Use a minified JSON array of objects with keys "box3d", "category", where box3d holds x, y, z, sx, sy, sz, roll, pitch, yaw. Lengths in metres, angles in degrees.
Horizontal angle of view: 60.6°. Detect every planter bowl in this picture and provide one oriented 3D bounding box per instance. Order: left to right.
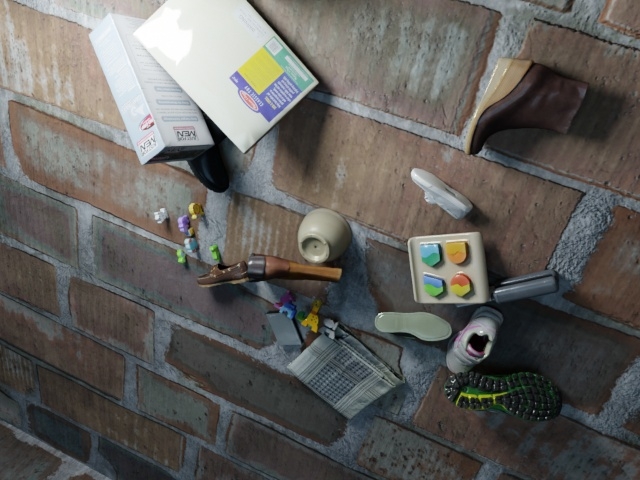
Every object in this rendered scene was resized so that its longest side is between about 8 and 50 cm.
[{"box3d":[0.000,0.000,1.609,0.162,0.109,0.162,11,121,18],"category":"planter bowl"}]

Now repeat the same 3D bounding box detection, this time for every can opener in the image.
[{"box3d":[0.486,0.117,1.478,0.283,0.076,0.095,-17,110,30],"category":"can opener"}]

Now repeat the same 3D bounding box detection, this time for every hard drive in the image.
[{"box3d":[-0.123,0.300,1.888,0.094,0.022,0.135,-8,114,28],"category":"hard drive"}]

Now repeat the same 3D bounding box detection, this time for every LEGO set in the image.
[{"box3d":[-0.039,0.223,1.755,0.227,0.087,0.093,28,89,11],"category":"LEGO set"}]

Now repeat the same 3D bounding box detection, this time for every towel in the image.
[{"box3d":[0.077,0.456,1.867,0.312,0.056,0.324,41,125,-2],"category":"towel"}]

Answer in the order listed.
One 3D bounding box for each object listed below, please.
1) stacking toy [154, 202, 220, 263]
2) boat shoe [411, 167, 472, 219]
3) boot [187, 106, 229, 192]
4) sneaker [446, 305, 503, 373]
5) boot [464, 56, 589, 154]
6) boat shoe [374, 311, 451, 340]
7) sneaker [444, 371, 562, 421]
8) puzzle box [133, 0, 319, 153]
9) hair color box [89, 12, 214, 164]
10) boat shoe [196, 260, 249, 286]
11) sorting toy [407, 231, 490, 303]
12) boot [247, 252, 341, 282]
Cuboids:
[{"box3d":[-0.445,-0.017,1.835,0.167,0.052,0.221,-5,116,27],"category":"stacking toy"},{"box3d":[0.308,-0.119,1.437,0.184,0.066,0.063,30,125,-6],"category":"boat shoe"},{"box3d":[-0.305,-0.283,1.593,0.207,0.094,0.246,-31,96,38],"category":"boot"},{"box3d":[0.434,0.308,1.586,0.103,0.111,0.252,26,125,9],"category":"sneaker"},{"box3d":[0.461,-0.278,1.254,0.207,0.090,0.248,25,121,12],"category":"boot"},{"box3d":[0.282,0.256,1.656,0.227,0.068,0.081,6,80,17],"category":"boat shoe"},{"box3d":[0.540,0.453,1.632,0.343,0.146,0.134,8,76,8],"category":"sneaker"},{"box3d":[-0.237,-0.460,1.406,0.272,0.052,0.409,-42,96,2],"category":"puzzle box"},{"box3d":[-0.449,-0.400,1.470,0.113,0.185,0.374,-25,87,34],"category":"hair color box"},{"box3d":[-0.331,0.108,1.846,0.207,0.073,0.073,-10,111,21],"category":"boat shoe"},{"box3d":[0.346,0.080,1.498,0.208,0.038,0.193,-5,95,31],"category":"sorting toy"},{"box3d":[-0.080,0.087,1.688,0.280,0.264,0.096,4,79,-6],"category":"boot"}]
